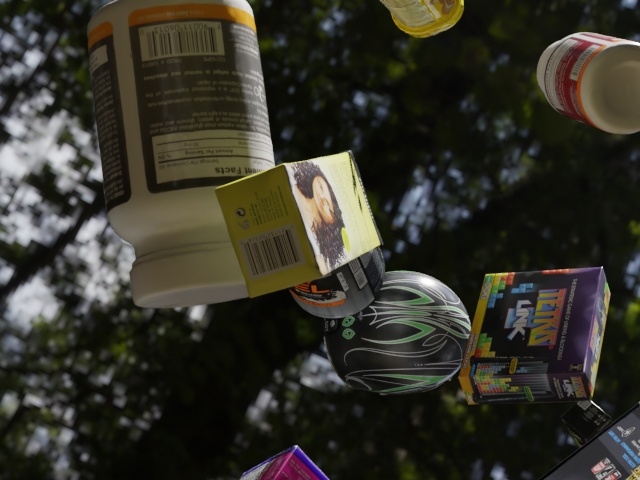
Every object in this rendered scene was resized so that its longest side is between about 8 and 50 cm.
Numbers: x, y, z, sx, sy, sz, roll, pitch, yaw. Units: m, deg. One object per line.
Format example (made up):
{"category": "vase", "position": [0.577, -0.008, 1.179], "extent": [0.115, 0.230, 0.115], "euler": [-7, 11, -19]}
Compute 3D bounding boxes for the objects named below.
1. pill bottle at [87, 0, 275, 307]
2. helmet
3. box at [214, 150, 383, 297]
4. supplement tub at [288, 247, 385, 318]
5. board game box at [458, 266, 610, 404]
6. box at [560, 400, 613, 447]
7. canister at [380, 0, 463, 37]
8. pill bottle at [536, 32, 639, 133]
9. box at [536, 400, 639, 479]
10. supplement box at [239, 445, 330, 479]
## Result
{"category": "pill bottle", "position": [-0.126, -0.084, 1.459], "extent": [0.162, 0.278, 0.162], "euler": [-7, -9, -1]}
{"category": "helmet", "position": [0.104, 0.115, 1.951], "extent": [0.161, 0.169, 0.169], "euler": [-12, -39, 30]}
{"category": "box", "position": [-0.011, -0.016, 1.174], "extent": [0.058, 0.087, 0.232], "euler": [-18, 3, 13]}
{"category": "supplement tub", "position": [0.000, 0.000, 1.732], "extent": [0.117, 0.117, 0.190], "euler": [14, -23, 21]}
{"category": "board game box", "position": [0.239, 0.105, 1.730], "extent": [0.141, 0.170, 0.048], "euler": [-6, -51, 23]}
{"category": "box", "position": [0.408, 0.286, 2.342], "extent": [0.062, 0.052, 0.083], "euler": [41, -11, 42]}
{"category": "canister", "position": [0.077, -0.276, 1.497], "extent": [0.073, 0.126, 0.170], "euler": [-20, -12, 14]}
{"category": "pill bottle", "position": [0.262, -0.152, 1.475], "extent": [0.086, 0.086, 0.152], "euler": [32, 4, -17]}
{"category": "box", "position": [0.288, 0.318, 1.696], "extent": [0.073, 0.293, 0.295], "euler": [53, 3, -7]}
{"category": "supplement box", "position": [-0.070, 0.335, 1.594], "extent": [0.114, 0.220, 0.111], "euler": [47, -41, -7]}
